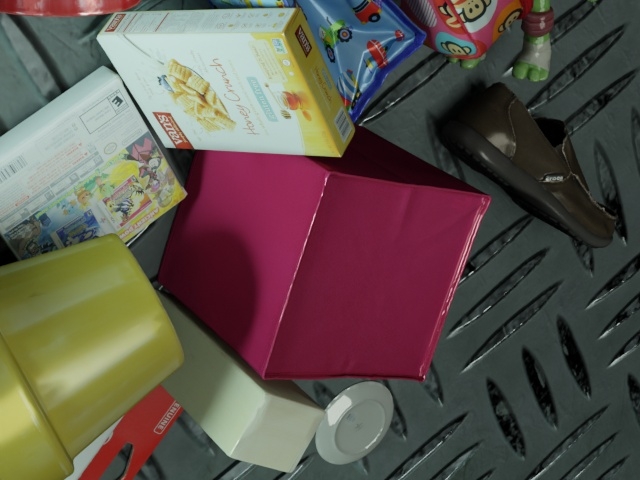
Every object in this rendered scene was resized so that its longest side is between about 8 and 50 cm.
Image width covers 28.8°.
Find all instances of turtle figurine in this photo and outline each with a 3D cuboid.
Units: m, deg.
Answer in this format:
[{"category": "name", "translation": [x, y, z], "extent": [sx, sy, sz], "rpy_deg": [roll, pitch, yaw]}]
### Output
[{"category": "turtle figurine", "translation": [0.240, -0.320, 1.531], "extent": [0.198, 0.274, 0.266], "rpy_deg": [-6, 127, -17]}]

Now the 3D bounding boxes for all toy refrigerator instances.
[{"category": "toy refrigerator", "translation": [-0.121, 0.166, 1.485], "extent": [0.102, 0.269, 0.094], "rpy_deg": [24, 97, -43]}]

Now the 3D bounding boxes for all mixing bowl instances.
[{"category": "mixing bowl", "translation": [-0.267, -0.286, 1.224], "extent": [0.181, 0.181, 0.098], "rpy_deg": [-1, 88, -36]}]

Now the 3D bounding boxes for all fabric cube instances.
[{"category": "fabric cube", "translation": [0.000, 0.000, 1.496], "extent": [0.259, 0.258, 0.254], "rpy_deg": [7, 108, -39]}]

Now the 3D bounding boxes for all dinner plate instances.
[{"category": "dinner plate", "translation": [0.055, 0.274, 1.846], "extent": [0.141, 0.017, 0.141], "rpy_deg": [-16, 120, -29]}]

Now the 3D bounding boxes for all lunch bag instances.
[{"category": "lunch bag", "translation": [0.082, -0.346, 1.352], "extent": [0.120, 0.293, 0.258], "rpy_deg": [-41, 132, -6]}, {"category": "lunch bag", "translation": [-0.062, -0.287, 1.321], "extent": [0.138, 0.221, 0.293], "rpy_deg": [-50, 133, -5]}]

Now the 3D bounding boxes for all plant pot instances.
[{"category": "plant pot", "translation": [-0.286, 0.116, 1.321], "extent": [0.239, 0.254, 0.254], "rpy_deg": [-30, 128, -14]}]

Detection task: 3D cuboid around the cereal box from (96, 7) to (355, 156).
[{"category": "cereal box", "translation": [-0.099, -0.166, 1.319], "extent": [0.047, 0.240, 0.173], "rpy_deg": [-63, 142, -32]}]

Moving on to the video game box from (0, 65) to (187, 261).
[{"category": "video game box", "translation": [-0.275, -0.064, 1.399], "extent": [0.205, 0.048, 0.187], "rpy_deg": [-38, 128, -14]}]

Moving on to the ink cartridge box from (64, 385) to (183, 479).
[{"category": "ink cartridge box", "translation": [-0.311, 0.269, 1.538], "extent": [0.261, 0.066, 0.296], "rpy_deg": [36, 90, -41]}]

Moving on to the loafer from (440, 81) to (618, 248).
[{"category": "loafer", "translation": [0.326, -0.103, 1.766], "extent": [0.366, 0.134, 0.130], "rpy_deg": [32, 93, -43]}]
